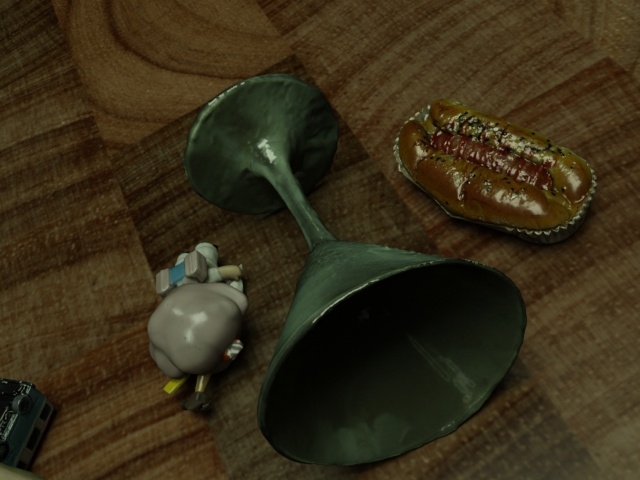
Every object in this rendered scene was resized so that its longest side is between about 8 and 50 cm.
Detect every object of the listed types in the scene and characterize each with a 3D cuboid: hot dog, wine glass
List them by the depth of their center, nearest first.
[{"bbox_3d":[0.000,0.000,0.851,0.267,0.267,0.406,-29,47,-1],"label":"wine glass"},{"bbox_3d":[0.199,-0.084,0.946,0.268,0.075,0.144,34,69,34],"label":"hot dog"}]

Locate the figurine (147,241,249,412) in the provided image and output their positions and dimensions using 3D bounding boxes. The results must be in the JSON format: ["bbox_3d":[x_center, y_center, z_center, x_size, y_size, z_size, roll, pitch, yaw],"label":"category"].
[{"bbox_3d":[-0.146,0.085,0.939,0.137,0.112,0.229,-23,39,11],"label":"figurine"}]

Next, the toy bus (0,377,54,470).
[{"bbox_3d":[-0.369,0.232,0.932,0.060,0.075,0.123,2,56,24],"label":"toy bus"}]

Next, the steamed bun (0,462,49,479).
[{"bbox_3d":[-0.295,0.311,0.763,0.170,0.238,0.152,-55,14,-18],"label":"steamed bun"}]
